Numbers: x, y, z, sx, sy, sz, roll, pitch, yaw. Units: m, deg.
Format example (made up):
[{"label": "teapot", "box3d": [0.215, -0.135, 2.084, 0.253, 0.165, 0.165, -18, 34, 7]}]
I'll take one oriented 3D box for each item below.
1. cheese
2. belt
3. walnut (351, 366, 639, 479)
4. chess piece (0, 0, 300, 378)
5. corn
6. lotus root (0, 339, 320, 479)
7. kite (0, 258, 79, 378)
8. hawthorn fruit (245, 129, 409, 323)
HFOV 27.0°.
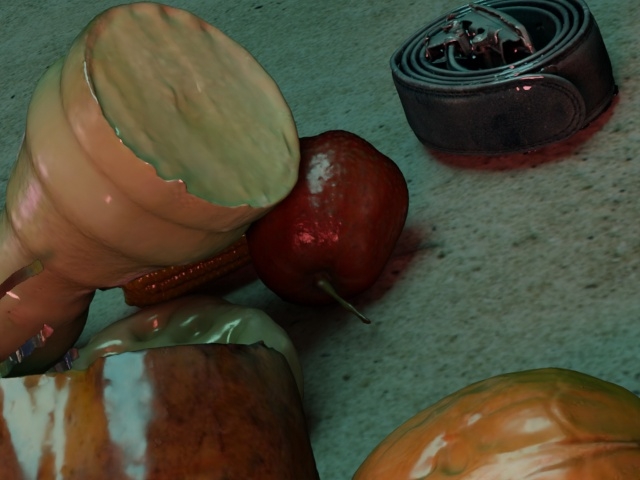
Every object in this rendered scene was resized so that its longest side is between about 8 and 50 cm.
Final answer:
[{"label": "cheese", "box3d": [-0.116, 0.141, 1.131, 0.217, 0.117, 0.235, -12, 36, 21]}, {"label": "belt", "box3d": [0.190, -0.175, 1.363, 0.206, 0.116, 0.267, -32, 27, -15]}, {"label": "walnut", "box3d": [0.121, 0.182, 0.816, 0.225, 0.193, 0.193, -35, 29, 8]}, {"label": "chess piece", "box3d": [-0.241, -0.005, 1.234, 0.442, 0.234, 0.234, -38, 21, 34]}, {"label": "corn", "box3d": [-0.113, -0.006, 1.379, 0.261, 0.097, 0.097, -22, 30, 2]}, {"label": "lotus root", "box3d": [-0.099, 0.240, 0.797, 0.250, 0.250, 0.346, -14, 68, 24]}, {"label": "kite", "box3d": [-0.317, 0.121, 1.183, 0.015, 0.169, 0.310, -12, -25, -50]}, {"label": "hawthorn fruit", "box3d": [0.000, 0.000, 1.244, 0.162, 0.163, 0.204, -12, 49, 26]}]
